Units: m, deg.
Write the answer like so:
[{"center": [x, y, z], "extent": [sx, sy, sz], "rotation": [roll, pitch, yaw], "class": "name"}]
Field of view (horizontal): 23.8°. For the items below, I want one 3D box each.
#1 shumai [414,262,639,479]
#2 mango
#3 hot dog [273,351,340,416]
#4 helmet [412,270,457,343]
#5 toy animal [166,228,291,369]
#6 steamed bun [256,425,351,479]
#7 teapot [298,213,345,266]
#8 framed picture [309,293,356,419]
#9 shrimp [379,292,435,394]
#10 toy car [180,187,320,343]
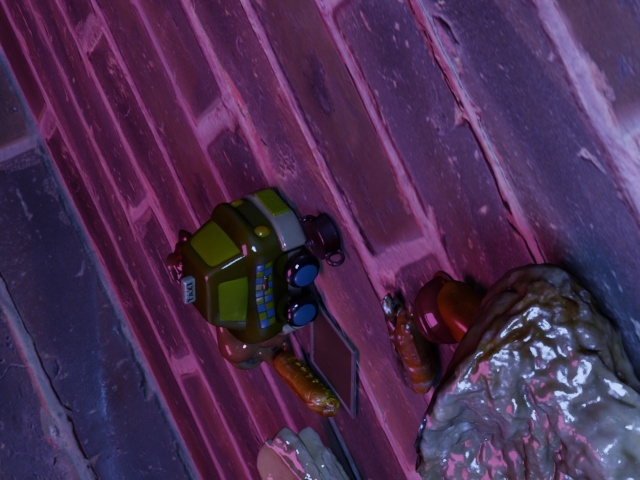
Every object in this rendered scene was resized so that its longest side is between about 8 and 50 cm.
[{"center": [0.270, 0.192, 1.634], "extent": [0.283, 0.217, 0.346], "rotation": [24, 128, 16], "class": "shumai"}, {"center": [0.182, 0.093, 1.861], "extent": [0.114, 0.060, 0.080], "rotation": [48, 170, 36], "class": "mango"}, {"center": [-0.023, 0.245, 2.573], "extent": [0.071, 0.045, 0.165], "rotation": [43, 179, -41], "class": "hot dog"}, {"center": [0.153, 0.100, 1.950], "extent": [0.111, 0.057, 0.089], "rotation": [60, 158, 17], "class": "helmet"}, {"center": [-0.155, 0.114, 2.623], "extent": [0.312, 0.158, 0.097], "rotation": [68, 162, -2], "class": "toy animal"}, {"center": [0.019, 0.532, 2.687], "extent": [0.247, 0.189, 0.428], "rotation": [-34, 81, 41], "class": "steamed bun"}, {"center": [0.000, 0.000, 2.248], "extent": [0.100, 0.045, 0.068], "rotation": [57, 161, 26], "class": "teapot"}, {"center": [0.021, 0.188, 2.469], "extent": [0.142, 0.011, 0.183], "rotation": [52, 156, 35], "class": "framed picture"}, {"center": [0.111, 0.136, 2.110], "extent": [0.132, 0.052, 0.187], "rotation": [48, 157, 41], "class": "shrimp"}, {"center": [-0.131, 0.054, 2.412], "extent": [0.204, 0.198, 0.247], "rotation": [47, 148, 42], "class": "toy car"}]
